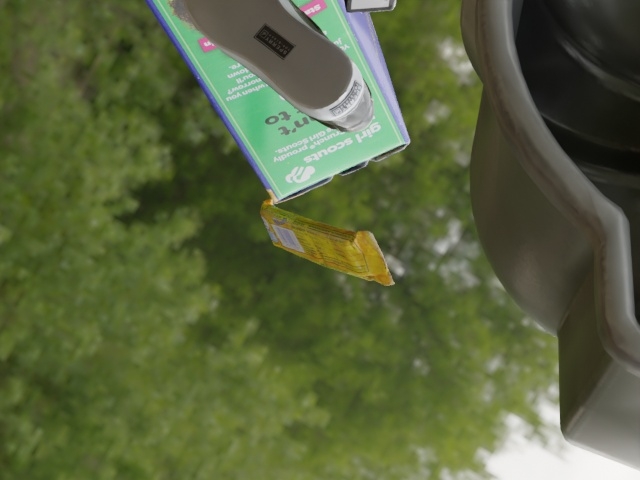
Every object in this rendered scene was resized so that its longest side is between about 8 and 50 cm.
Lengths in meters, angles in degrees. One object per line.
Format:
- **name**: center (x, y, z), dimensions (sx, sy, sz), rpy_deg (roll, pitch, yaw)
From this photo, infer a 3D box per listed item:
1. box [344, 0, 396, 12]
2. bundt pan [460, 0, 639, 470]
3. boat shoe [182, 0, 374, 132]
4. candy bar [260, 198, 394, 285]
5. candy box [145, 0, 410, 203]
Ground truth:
- **box**: center (0.013, -0.208, 0.809), dimensions (0.116, 0.029, 0.162), rpy_deg (95, -13, -51)
- **bundt pan**: center (0.184, -0.028, 0.430), dimensions (0.124, 0.330, 0.331), rpy_deg (109, 6, -64)
- **boat shoe**: center (-0.023, -0.102, 0.868), dimensions (0.049, 0.142, 0.040), rpy_deg (-44, 146, 2)
- **candy bar**: center (0.000, 0.000, 1.113), dimensions (0.018, 0.040, 0.161), rpy_deg (-34, -158, -18)
- **candy box**: center (-0.060, -0.224, 1.154), dimensions (0.122, 0.317, 0.268), rpy_deg (-22, -123, 8)
